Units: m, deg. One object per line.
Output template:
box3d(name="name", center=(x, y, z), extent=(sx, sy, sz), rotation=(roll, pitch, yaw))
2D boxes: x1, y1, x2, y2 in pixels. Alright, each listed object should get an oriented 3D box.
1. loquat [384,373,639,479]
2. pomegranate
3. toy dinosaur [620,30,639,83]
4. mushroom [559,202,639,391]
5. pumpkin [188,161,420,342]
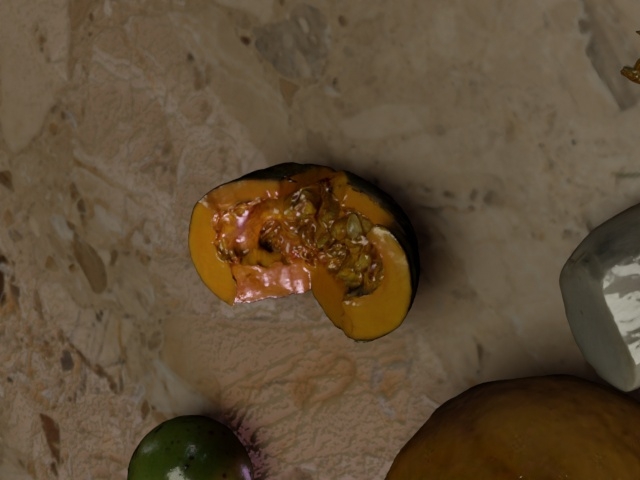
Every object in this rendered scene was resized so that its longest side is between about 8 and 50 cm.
box3d(name="loquat", center=(0.159, 0.205, 0.785), extent=(0.238, 0.193, 0.238), rotation=(21, 123, 36))
box3d(name="pomegranate", center=(-0.123, 0.222, 0.975), extent=(0.114, 0.142, 0.114), rotation=(15, 131, 18))
box3d(name="toy dinosaur", center=(0.254, -0.135, 0.755), extent=(0.113, 0.026, 0.041), rotation=(-14, 101, 39))
box3d(name="mushroom", center=(0.264, 0.009, 0.754), extent=(0.225, 0.093, 0.116), rotation=(-35, 61, 15))
box3d(name="pumpkin", center=(0.000, 0.000, 0.878), extent=(0.183, 0.107, 0.119), rotation=(19, 117, 16))
